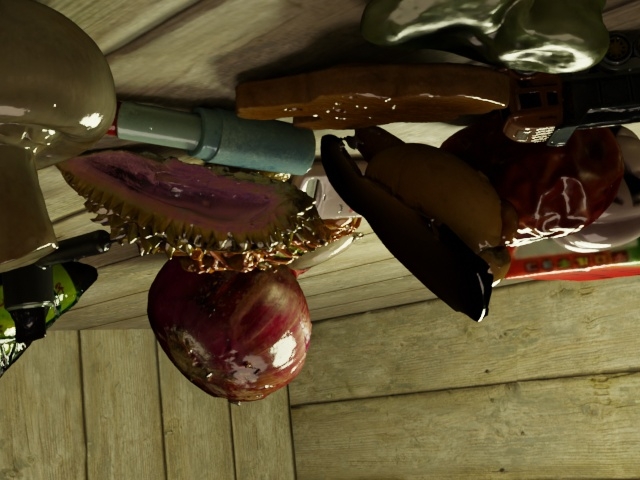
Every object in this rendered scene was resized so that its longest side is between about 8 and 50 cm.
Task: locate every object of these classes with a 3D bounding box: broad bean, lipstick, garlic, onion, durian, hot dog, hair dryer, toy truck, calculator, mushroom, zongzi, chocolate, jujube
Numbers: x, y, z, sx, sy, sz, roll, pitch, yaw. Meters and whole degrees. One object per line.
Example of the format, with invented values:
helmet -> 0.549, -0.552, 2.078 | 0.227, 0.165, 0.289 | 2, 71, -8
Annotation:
broad bean -> 0.136, -0.188, 0.792 | 0.206, 0.072, 0.153 | 5, 169, -3
lipstick -> -0.135, -0.118, 1.019 | 0.274, 0.061, 0.068 | 7, -178, -31
garlic -> -0.015, 0.005, 1.753 | 0.101, 0.087, 0.195 | -15, 175, -40
onion -> -0.146, 0.126, 1.868 | 0.385, 0.348, 0.347 | -42, -166, -35
durian -> -0.165, -0.026, 1.203 | 0.341, 0.112, 0.191 | 9, 160, 3
hot dog -> -0.099, -0.010, 1.495 | 0.348, 0.117, 0.158 | -11, 170, 24
hair dryer -> -0.381, 0.041, 1.402 | 0.248, 0.196, 0.078 | -14, 168, 32
toy truck -> 0.276, -0.154, 0.961 | 0.192, 0.092, 0.083 | -6, 171, 3
calculator -> 0.031, -0.073, 1.343 | 0.175, 0.032, 0.100 | -3, 135, -15
mushroom -> -0.256, -0.078, 0.728 | 0.207, 0.215, 0.207 | -14, 170, -3
zongzi -> -0.626, 0.081, 1.610 | 0.319, 0.362, 0.383 | -12, -153, 22
hot dog -> 0.124, -0.054, 1.077 | 0.107, 0.326, 0.194 | -33, 147, -12
chocolate -> 0.523, -0.019, 1.684 | 0.341, 0.162, 0.360 | -10, 170, 41
jujube -> 0.247, -0.079, 1.148 | 0.174, 0.174, 0.250 | 0, 167, -33

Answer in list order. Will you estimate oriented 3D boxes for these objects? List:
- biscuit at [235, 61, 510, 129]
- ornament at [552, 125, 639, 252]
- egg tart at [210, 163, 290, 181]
biscuit -> 0.051, -0.144, 0.928 | 0.295, 0.044, 0.186 | 1, -179, 41
ornament -> 0.377, -0.072, 1.270 | 0.177, 0.178, 0.177 | -6, 170, -1
egg tart -> -0.085, -0.087, 1.265 | 0.128, 0.049, 0.129 | -7, 172, -1
